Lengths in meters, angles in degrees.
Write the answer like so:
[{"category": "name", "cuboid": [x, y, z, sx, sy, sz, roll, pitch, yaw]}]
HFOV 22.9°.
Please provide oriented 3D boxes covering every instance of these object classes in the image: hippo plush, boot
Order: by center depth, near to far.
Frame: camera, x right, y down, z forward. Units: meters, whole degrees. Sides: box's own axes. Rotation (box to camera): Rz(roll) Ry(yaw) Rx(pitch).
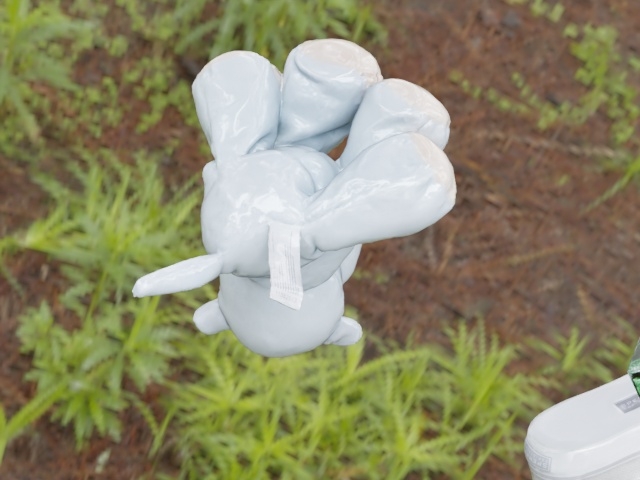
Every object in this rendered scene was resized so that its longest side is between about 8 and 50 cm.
[{"category": "boot", "cuboid": [0.288, 0.164, 1.268, 0.258, 0.123, 0.095, -19, 29, -8]}, {"category": "hippo plush", "cuboid": [0.000, 0.000, 1.346, 0.234, 0.236, 0.294, 3, 53, 8]}]

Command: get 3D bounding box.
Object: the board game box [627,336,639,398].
[{"category": "board game box", "cuboid": [0.208, 0.051, 0.321, 0.136, 0.260, 0.030, 64, 30, -19]}]
